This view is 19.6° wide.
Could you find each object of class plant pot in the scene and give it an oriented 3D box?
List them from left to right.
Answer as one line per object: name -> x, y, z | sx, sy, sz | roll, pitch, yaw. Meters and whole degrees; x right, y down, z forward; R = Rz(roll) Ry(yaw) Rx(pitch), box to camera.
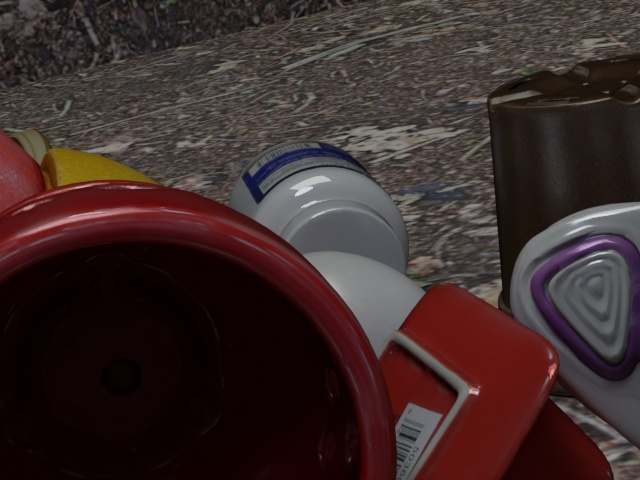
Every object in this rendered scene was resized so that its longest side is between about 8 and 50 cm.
plant pot -> -0.078, 0.065, 0.721 | 0.191, 0.191, 0.174 | -13, 14, -7
plant pot -> 0.170, -0.015, 1.078 | 0.167, 0.165, 0.167 | -11, 15, 3

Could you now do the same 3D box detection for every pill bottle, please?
pill bottle -> 0.000, 0.000, 1.254 | 0.112, 0.112, 0.187 | -12, 15, -5

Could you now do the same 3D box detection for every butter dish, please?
butter dish -> 0.063, 0.117, 0.760 | 0.160, 0.118, 0.160 | -57, 17, 1

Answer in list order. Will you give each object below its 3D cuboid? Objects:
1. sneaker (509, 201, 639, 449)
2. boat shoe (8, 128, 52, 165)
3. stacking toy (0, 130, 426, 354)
sneaker -> 0.216, 0.053, 0.815 | 0.305, 0.114, 0.152 | 13, 1, -15
boat shoe -> -0.258, -0.003, 1.458 | 0.123, 0.123, 0.342 | -13, 20, -13
stacking toy -> -0.161, 0.065, 0.925 | 0.479, 0.351, 0.350 | 6, 10, -15
